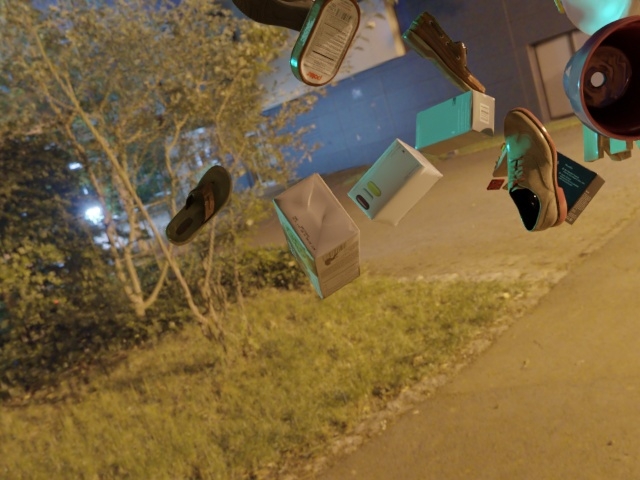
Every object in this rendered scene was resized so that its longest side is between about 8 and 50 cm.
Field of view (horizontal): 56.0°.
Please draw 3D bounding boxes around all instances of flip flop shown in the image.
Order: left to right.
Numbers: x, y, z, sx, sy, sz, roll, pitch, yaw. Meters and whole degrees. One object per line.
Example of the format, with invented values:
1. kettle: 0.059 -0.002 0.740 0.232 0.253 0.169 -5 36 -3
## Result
1. flip flop: -0.361 -0.106 1.785 0.277 0.112 0.080 -52 -8 -13

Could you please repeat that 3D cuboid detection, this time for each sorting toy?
1. sorting toy: 0.611 -0.256 1.884 0.132 0.046 0.275 -6 -36 -12

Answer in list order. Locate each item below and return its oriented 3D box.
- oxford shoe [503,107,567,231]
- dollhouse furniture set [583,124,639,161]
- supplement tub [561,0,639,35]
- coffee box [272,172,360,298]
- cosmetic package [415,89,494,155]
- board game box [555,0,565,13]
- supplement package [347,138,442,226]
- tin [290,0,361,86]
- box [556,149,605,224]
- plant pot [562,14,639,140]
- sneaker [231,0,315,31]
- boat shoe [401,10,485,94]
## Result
1. oxford shoe: 0.567 -0.192 1.642 0.130 0.348 0.123 -19 -1 -34
2. dollhouse furniture set: 0.762 -0.306 1.163 0.361 0.257 0.394 -1 0 2
3. supplement tub: 0.789 -0.661 1.484 0.324 0.236 0.235 -25 13 -18
4. coffee box: 0.000 0.000 1.375 0.118 0.168 0.297 -32 -20 -8
5. cosmetic package: 0.394 -0.342 1.781 0.107 0.127 0.238 10 -13 -34
6. board game box: 0.634 -0.837 1.714 0.064 0.316 0.242 -25 33 27
7. supplement package: 0.266 -0.197 2.132 0.262 0.145 0.204 -49 -26 17
8. tin: 0.010 -0.395 1.184 0.106 0.190 0.040 12 23 -37
9. box: 0.704 -0.155 1.748 0.093 0.158 0.156 15 23 -49
10. plant pot: 0.524 -0.288 1.065 0.201 0.201 0.180 -16 16 7
11. sneaker: -0.100 -0.566 1.410 0.227 0.087 0.130 11 46 -13
12. boat shoe: 0.382 -0.532 1.745 0.104 0.307 0.111 -50 20 10
